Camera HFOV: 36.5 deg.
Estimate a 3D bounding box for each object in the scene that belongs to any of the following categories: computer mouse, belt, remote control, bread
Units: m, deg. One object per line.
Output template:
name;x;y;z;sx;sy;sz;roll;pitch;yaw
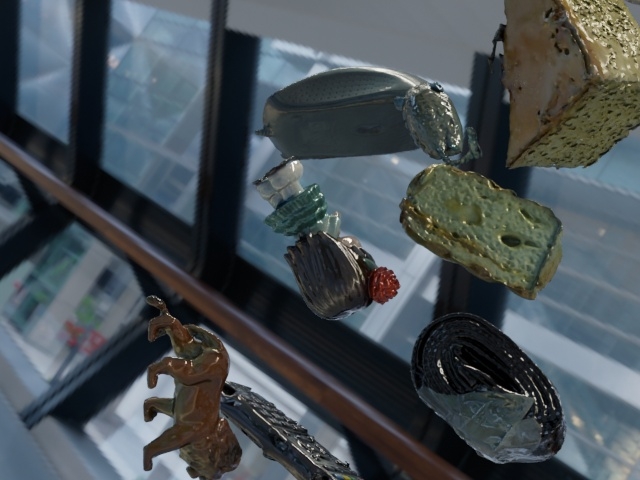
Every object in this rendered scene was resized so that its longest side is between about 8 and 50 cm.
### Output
computer mouse;0.060;-0.241;1.800;0.371;0.122;0.188;-6;-32;2
belt;0.281;0.250;1.631;0.289;0.184;0.164;41;-5;30
remote control;-0.048;0.365;1.685;0.399;0.062;0.144;33;4;39
bread;0.221;-0.017;1.336;0.232;0.128;0.088;29;-4;16
bread;0.381;-0.295;1.599;0.248;0.279;0.315;-1;50;-32

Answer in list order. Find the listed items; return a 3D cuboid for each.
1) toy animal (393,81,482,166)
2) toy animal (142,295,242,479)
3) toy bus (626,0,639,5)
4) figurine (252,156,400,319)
toy animal;0.148;-0.132;1.192;0.079;0.070;0.253;49;11;-24
toy animal;-0.189;0.242;1.461;0.157;0.312;0.097;2;21;-13
toy bus;0.548;-0.529;1.632;0.120;0.121;0.265;-122;-170;-51
figurine;0.000;0.000;1.378;0.138;0.110;0.245;-28;-84;51
